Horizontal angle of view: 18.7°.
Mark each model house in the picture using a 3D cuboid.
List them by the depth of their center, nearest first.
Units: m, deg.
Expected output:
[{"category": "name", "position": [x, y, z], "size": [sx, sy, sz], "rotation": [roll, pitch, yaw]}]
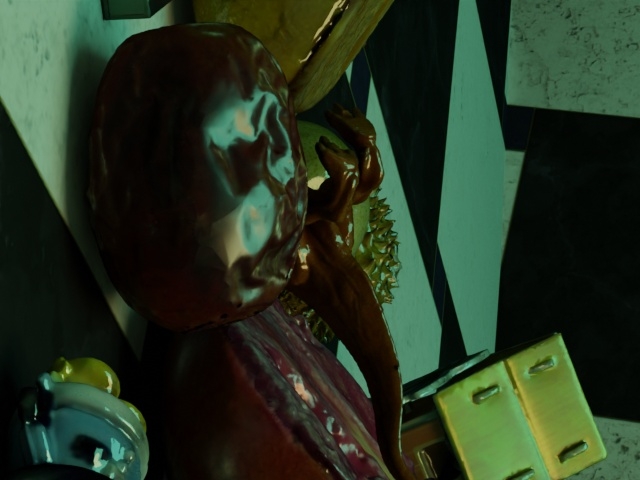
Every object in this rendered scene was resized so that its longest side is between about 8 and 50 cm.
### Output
[{"category": "model house", "position": [0.146, 0.261, 2.063], "size": [0.340, 0.324, 0.300], "rotation": [-29, 96, -81]}]

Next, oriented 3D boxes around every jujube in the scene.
[{"category": "jujube", "position": [-0.103, -0.047, 1.554], "size": [0.183, 0.183, 0.243], "rotation": [11, 70, -77]}]

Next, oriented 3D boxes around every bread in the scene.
[{"category": "bread", "position": [0.006, -0.285, 1.886], "size": [0.337, 0.148, 0.328], "rotation": [-55, 177, 9]}]

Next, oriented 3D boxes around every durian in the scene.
[{"category": "durian", "position": [0.027, 0.020, 2.195], "size": [0.249, 0.138, 0.183], "rotation": [-87, 159, -45]}]

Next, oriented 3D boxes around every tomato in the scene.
[{"category": "tomato", "position": [-0.054, 0.182, 1.722], "size": [0.289, 0.176, 0.335], "rotation": [53, 10, -1]}]

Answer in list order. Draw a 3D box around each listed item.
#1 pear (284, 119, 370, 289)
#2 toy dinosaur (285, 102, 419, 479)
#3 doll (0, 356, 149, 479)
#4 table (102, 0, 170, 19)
[{"category": "pear", "position": [-0.033, -0.036, 1.848], "size": [0.136, 0.167, 0.167], "rotation": [42, -33, 52]}, {"category": "toy dinosaur", "position": [0.000, 0.000, 1.653], "size": [0.432, 0.097, 0.208], "rotation": [55, -47, 34]}, {"category": "doll", "position": [-0.172, 0.215, 1.279], "size": [0.314, 0.141, 0.177], "rotation": [-84, 153, -48]}, {"category": "table", "position": [-0.125, -0.314, 1.596], "size": [0.121, 0.111, 0.240], "rotation": [-59, 146, -65]}]
